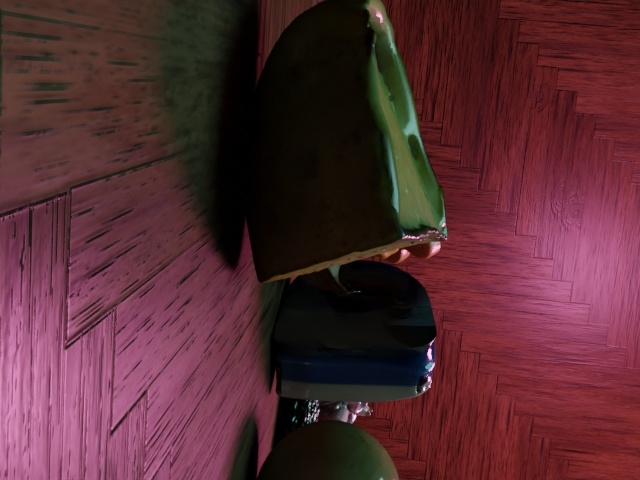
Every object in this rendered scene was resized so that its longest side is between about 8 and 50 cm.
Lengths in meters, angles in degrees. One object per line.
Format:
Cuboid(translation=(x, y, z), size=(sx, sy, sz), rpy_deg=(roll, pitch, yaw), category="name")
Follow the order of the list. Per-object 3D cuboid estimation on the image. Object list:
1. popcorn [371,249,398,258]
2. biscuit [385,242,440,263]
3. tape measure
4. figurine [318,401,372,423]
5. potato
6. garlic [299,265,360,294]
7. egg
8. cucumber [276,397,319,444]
Cuboid(translation=(0.078, -0.070, 1.651), size=(0.250, 0.250, 0.190), rpy_deg=(86, 27, -65), category="popcorn")
Cuboid(translation=(0.119, -0.114, 1.822), size=(0.355, 0.052, 0.275), rpy_deg=(60, -30, -6), category="biscuit")
Cuboid(translation=(0.056, 0.151, 1.474), size=(0.262, 0.259, 0.138), rpy_deg=(-86, 180, -57), category="tape measure")
Cuboid(translation=(0.024, 0.279, 1.702), size=(0.133, 0.200, 0.276), rpy_deg=(52, 29, -46), category="figurine")
Cuboid(translation=(-0.001, -0.109, 0.958), size=(0.330, 0.212, 0.280), rpy_deg=(-5, 83, -76), category="potato")
Cuboid(translation=(-0.003, 0.006, 1.456), size=(0.115, 0.128, 0.207), rpy_deg=(-32, -152, 35), category="garlic")
Cuboid(translation=(0.002, 0.412, 1.289), size=(0.218, 0.218, 0.296), rpy_deg=(73, 31, -79), category="egg")
Cuboid(translation=(-0.035, 0.273, 1.611), size=(0.077, 0.077, 0.265), rpy_deg=(87, 8, -62), category="cucumber")
